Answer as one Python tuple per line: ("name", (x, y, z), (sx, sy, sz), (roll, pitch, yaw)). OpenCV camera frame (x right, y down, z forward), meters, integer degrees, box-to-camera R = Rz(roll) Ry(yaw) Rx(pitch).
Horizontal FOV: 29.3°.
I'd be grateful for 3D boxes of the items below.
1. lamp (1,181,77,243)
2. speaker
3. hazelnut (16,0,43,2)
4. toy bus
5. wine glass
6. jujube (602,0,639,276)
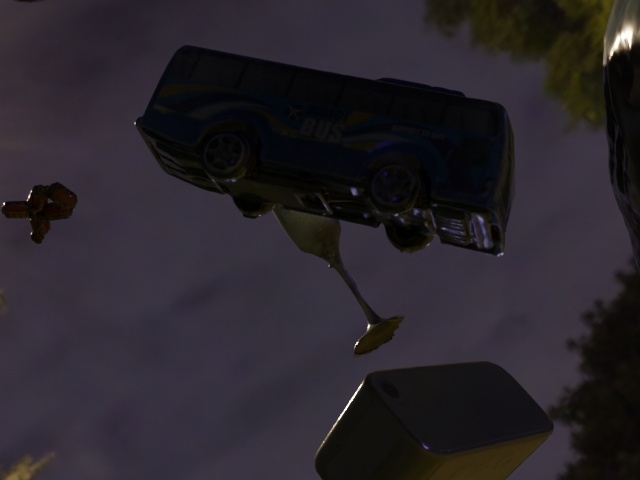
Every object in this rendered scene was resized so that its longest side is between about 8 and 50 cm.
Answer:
("lamp", (-0.293, -0.033, 1.305), (0.083, 0.031, 0.063), (-28, -45, 28))
("speaker", (0.181, 0.319, 1.941), (0.406, 0.183, 0.184), (2, -52, -52))
("hazelnut", (-0.372, -0.395, 1.500), (0.176, 0.214, 0.214), (-58, -16, -32))
("toy bus", (0.006, -0.058, 0.759), (0.079, 0.236, 0.094), (57, -132, -67))
("wine glass", (0.000, 0.000, 1.355), (0.074, 0.262, 0.074), (-28, -20, -11))
("jujube", (0.247, -0.012, 0.528), (0.215, 0.246, 0.308), (-15, -63, 3))
